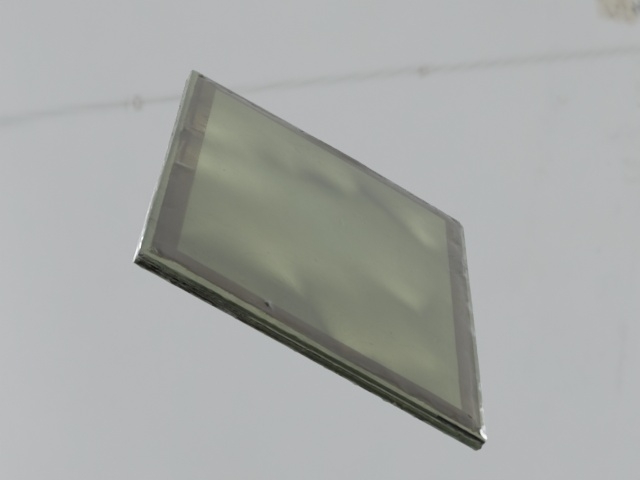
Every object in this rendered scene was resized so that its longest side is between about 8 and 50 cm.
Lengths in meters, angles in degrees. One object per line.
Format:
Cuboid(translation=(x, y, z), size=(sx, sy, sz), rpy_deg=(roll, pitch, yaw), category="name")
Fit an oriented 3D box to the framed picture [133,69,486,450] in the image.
Cuboid(translation=(0.000, 0.000, 0.811), size=(0.173, 0.231, 0.010), rpy_deg=(30, -68, -10), category="framed picture")
